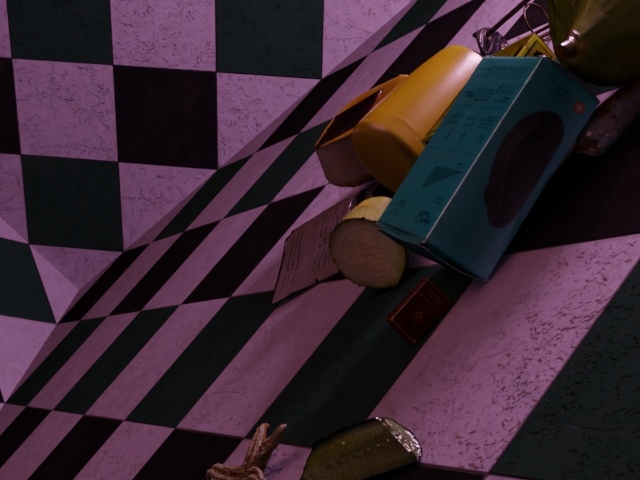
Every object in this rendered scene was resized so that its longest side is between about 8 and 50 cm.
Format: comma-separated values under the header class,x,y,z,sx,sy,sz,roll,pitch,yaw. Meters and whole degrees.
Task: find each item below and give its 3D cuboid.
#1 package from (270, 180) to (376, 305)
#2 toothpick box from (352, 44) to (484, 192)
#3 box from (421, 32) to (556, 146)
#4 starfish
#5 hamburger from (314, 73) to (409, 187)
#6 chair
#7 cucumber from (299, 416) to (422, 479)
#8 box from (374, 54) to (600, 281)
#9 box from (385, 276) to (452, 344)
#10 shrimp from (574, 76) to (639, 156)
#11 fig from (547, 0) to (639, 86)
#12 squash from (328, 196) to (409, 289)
class,x,y,z,sx,sy,sz,roll,pitch,yaw
package,0.000,0.000,2.320,0.204,0.062,0.250,-32,22,43
toothpick box,0.201,-0.222,2.162,0.271,0.175,0.175,-46,13,-20
box,0.274,-0.230,1.964,0.220,0.064,0.141,-49,13,-26
starfish,-0.107,0.315,1.718,0.208,0.053,0.176,-29,20,39
hamburger,0.119,-0.204,2.378,0.295,0.151,0.227,-14,31,53
chair,0.386,-0.397,2.312,0.222,0.104,0.095,-25,40,47
cucumber,0.035,0.262,1.459,0.220,0.070,0.046,-31,-10,38
box,0.232,-0.107,1.709,0.311,0.118,0.205,-57,17,-3
box,0.135,0.097,1.660,0.082,0.051,0.023,-47,12,-10
shrimp,0.430,-0.168,1.625,0.161,0.049,0.166,-47,21,-14
fig,0.396,-0.315,1.715,0.314,0.233,0.233,-38,11,-20
squash,0.082,-0.018,1.998,0.137,0.137,0.287,-41,12,16
